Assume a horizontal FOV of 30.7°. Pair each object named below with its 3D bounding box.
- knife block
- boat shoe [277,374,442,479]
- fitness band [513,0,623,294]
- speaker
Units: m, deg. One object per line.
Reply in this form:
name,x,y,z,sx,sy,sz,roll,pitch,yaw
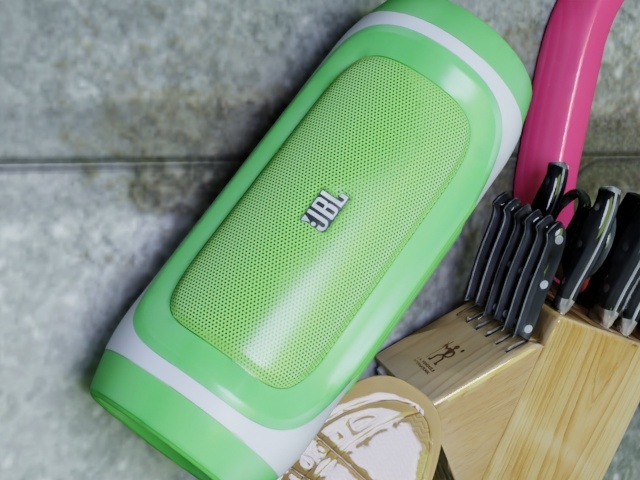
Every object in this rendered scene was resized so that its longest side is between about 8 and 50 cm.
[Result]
knife block,0.175,0.092,0.812,0.242,0.088,0.276,-27,115,-10
boat shoe,-0.028,0.200,0.724,0.098,0.096,0.277,37,84,0
fitness band,0.242,-0.085,0.892,0.209,0.054,0.291,9,94,-35
speaker,0.000,0.000,0.676,0.296,0.131,0.131,-54,125,-16
